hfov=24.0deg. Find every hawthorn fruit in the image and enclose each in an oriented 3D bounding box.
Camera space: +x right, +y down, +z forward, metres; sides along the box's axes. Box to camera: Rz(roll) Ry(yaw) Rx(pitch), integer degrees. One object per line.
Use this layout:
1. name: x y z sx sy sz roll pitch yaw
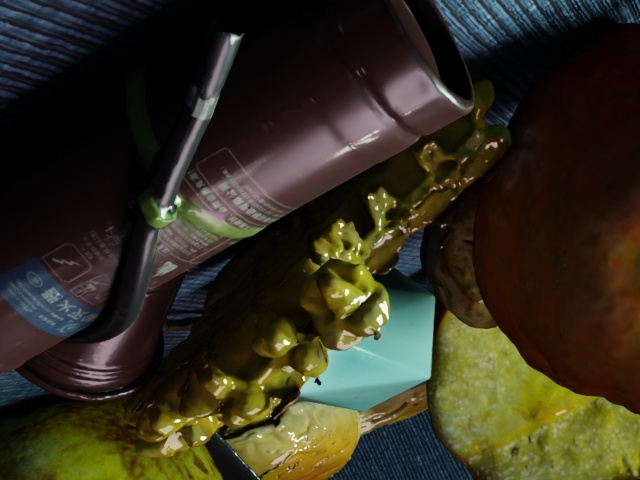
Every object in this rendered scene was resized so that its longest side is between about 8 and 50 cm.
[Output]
1. hawthorn fruit: 0.229 -0.009 0.981 0.258 0.258 0.262 90 20 -73

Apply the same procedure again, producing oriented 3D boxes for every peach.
1. peach: 0.318 0.121 1.653 0.416 0.339 0.353 -18 168 -11

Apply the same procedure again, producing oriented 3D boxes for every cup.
1. cup: -0.005 0.078 1.302 0.148 0.134 0.235 -32 164 20

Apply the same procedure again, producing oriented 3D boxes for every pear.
1. pear: -0.212 0.263 1.365 0.283 0.284 0.283 -24 169 -5

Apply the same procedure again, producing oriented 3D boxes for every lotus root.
1. lotus root: 0.177 0.012 1.253 0.193 0.193 0.291 -27 174 12

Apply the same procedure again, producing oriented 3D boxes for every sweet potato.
1. sweet potato: -0.002 0.000 1.115 0.218 0.051 0.065 -29 165 17

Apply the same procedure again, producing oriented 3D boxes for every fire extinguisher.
1. fire extinguisher: -0.104 -0.018 0.673 0.341 0.105 0.141 -29 154 17

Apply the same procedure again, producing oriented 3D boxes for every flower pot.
1. flower pot: -0.122 0.021 0.838 0.111 0.111 0.089 -15 152 -43

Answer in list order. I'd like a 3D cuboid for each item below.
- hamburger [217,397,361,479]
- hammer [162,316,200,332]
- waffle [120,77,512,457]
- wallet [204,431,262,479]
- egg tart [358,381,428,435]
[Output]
1. hamburger: -0.075 0.203 1.623 0.244 0.163 0.244 -21 169 -4
2. hammer: -0.111 0.072 1.296 0.058 0.029 0.292 -27 171 17
3. waffle: -0.005 0.030 0.927 0.260 0.069 0.293 -36 -172 43
4. wallet: -0.182 0.268 1.559 0.323 0.247 0.041 -32 -164 40
5. egg tart: 0.024 0.196 1.890 0.345 0.132 0.345 -24 169 -5
